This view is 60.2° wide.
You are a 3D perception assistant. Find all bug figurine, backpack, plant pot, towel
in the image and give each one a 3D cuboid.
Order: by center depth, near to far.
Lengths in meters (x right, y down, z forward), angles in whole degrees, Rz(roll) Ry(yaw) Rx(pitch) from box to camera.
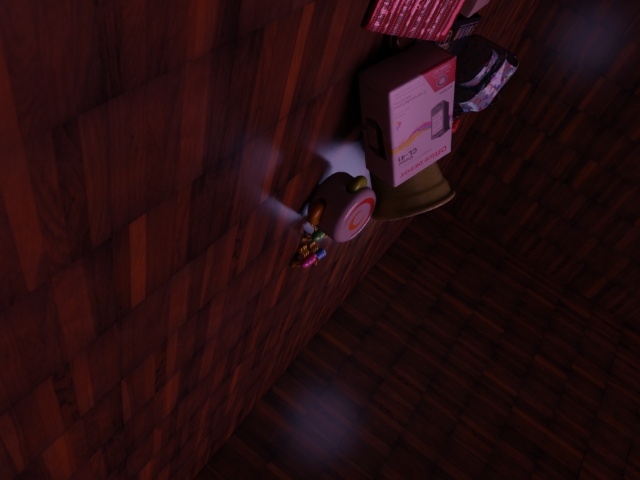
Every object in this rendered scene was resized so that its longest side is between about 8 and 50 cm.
[{"bbox_3d":[0.229,-0.544,1.218,0.274,0.031,0.199,-9,139,-38],"label":"towel"},{"bbox_3d":[0.254,-0.229,1.729,0.275,0.254,0.276,-18,-166,5],"label":"plant pot"},{"bbox_3d":[0.000,0.000,1.892,0.216,0.072,0.279,-38,159,-53],"label":"bug figurine"},{"bbox_3d":[0.584,-0.629,2.088,0.191,0.225,0.254,9,121,-39],"label":"backpack"}]

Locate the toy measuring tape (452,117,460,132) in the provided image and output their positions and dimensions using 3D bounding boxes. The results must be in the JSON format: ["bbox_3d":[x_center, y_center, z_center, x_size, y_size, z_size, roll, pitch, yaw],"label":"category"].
[{"bbox_3d":[0.615,-0.599,2.587,0.330,0.121,0.121,-61,170,-21],"label":"toy measuring tape"}]

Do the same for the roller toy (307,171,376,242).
[{"bbox_3d":[0.058,-0.103,1.674,0.209,0.146,0.191,-50,157,-6],"label":"roller toy"}]

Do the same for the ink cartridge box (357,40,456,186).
[{"bbox_3d":[0.230,-0.329,1.449,0.226,0.131,0.306,-33,140,-18],"label":"ink cartridge box"}]

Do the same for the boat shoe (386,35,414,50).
[{"bbox_3d":[0.278,-0.588,1.337,0.307,0.104,0.110,-57,168,9],"label":"boat shoe"}]

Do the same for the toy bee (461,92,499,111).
[{"bbox_3d":[0.630,-0.650,2.466,0.298,0.162,0.195,2,134,-46],"label":"toy bee"}]

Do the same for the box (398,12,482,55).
[{"bbox_3d":[0.318,-0.533,1.651,0.395,0.097,0.318,-39,163,-54],"label":"box"}]

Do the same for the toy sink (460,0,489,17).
[{"bbox_3d":[0.413,-0.729,1.420,0.153,0.131,0.234,-45,169,-39],"label":"toy sink"}]

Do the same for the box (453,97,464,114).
[{"bbox_3d":[0.370,-0.409,1.995,0.257,0.079,0.322,-37,178,28],"label":"box"}]
